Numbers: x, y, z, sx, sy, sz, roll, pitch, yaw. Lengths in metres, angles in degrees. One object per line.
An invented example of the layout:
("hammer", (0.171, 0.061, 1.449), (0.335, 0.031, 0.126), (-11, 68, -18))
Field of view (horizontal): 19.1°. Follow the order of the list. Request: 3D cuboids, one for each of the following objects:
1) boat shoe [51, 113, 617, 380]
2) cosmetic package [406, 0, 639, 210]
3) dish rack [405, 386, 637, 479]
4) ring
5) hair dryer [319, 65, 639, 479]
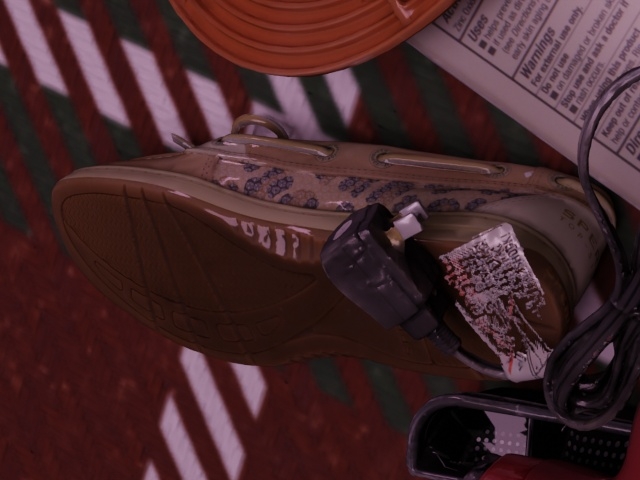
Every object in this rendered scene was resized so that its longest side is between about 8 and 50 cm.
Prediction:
("boat shoe", (0.000, 0.000, 0.910), (0.285, 0.089, 0.105), (11, 132, 30))
("cosmetic package", (0.183, -0.082, 0.754), (0.296, 0.129, 0.153), (39, 118, 16))
("dish rack", (0.145, 0.204, 0.873), (0.208, 0.074, 0.272), (9, 106, 28))
("ring", (0.008, -0.234, 0.777), (0.336, 0.032, 0.337), (-15, 70, 50))
("hair dryer", (0.125, 0.093, 0.742), (0.223, 0.080, 0.293), (-22, 102, 48))
